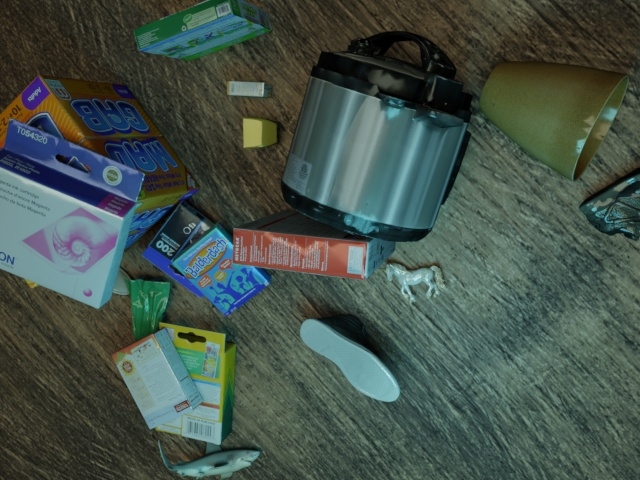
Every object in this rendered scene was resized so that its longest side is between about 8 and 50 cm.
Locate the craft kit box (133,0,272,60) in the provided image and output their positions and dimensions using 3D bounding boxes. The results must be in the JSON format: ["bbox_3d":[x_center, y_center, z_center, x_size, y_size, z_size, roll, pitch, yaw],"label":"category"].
[{"bbox_3d":[-0.273,-0.502,1.555,0.250,0.246,0.061,-14,92,17],"label":"craft kit box"}]

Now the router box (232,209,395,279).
[{"bbox_3d":[0.000,0.000,1.516,0.301,0.335,0.082,6,101,16],"label":"router box"}]

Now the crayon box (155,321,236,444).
[{"bbox_3d":[-0.347,0.385,1.813,0.203,0.083,0.322,8,102,15],"label":"crayon box"}]

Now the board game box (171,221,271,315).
[{"bbox_3d":[-0.258,0.078,1.711,0.160,0.047,0.210,-38,108,14],"label":"board game box"}]

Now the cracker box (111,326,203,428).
[{"bbox_3d":[-0.441,0.373,1.761,0.156,0.067,0.232,-27,90,20],"label":"cracker box"}]

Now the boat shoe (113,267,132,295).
[{"bbox_3d":[-0.626,0.105,1.870,0.206,0.075,0.065,25,148,5],"label":"boat shoe"}]

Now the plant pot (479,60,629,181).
[{"bbox_3d":[0.484,-0.288,1.401,0.254,0.237,0.237,31,107,24],"label":"plant pot"}]

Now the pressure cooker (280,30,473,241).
[{"bbox_3d":[0.131,-0.241,1.415,0.370,0.375,0.420,20,105,15],"label":"pressure cooker"}]

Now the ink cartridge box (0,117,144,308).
[{"bbox_3d":[-0.584,-0.054,1.426,0.324,0.071,0.330,22,112,1],"label":"ink cartridge box"}]

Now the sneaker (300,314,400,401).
[{"bbox_3d":[0.101,0.276,1.619,0.296,0.147,0.104,35,115,25],"label":"sneaker"}]

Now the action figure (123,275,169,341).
[{"bbox_3d":[-0.485,0.217,1.835,0.137,0.063,0.232,7,105,13],"label":"action figure"}]

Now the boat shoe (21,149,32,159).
[{"bbox_3d":[-0.648,-0.190,1.447,0.142,0.040,0.049,-17,94,18],"label":"boat shoe"}]

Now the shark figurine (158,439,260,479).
[{"bbox_3d":[-0.329,0.605,1.823,0.166,0.278,0.116,-54,40,45],"label":"shark figurine"}]

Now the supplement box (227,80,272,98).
[{"bbox_3d":[-0.178,-0.381,1.644,0.098,0.062,0.036,6,100,14],"label":"supplement box"}]

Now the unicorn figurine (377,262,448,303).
[{"bbox_3d":[0.226,0.100,1.617,0.162,0.060,0.111,-14,95,2],"label":"unicorn figurine"}]

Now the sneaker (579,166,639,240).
[{"bbox_3d":[0.704,-0.086,1.429,0.227,0.087,0.130,-36,90,22],"label":"sneaker"}]

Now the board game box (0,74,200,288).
[{"bbox_3d":[-0.605,-0.155,1.651,0.356,0.356,0.356,-37,89,18],"label":"board game box"}]

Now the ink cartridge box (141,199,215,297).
[{"bbox_3d":[-0.349,0.033,1.749,0.206,0.045,0.208,37,109,-10],"label":"ink cartridge box"}]

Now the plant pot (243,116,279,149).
[{"bbox_3d":[-0.147,-0.272,1.647,0.083,0.081,0.081,1,100,5],"label":"plant pot"}]
